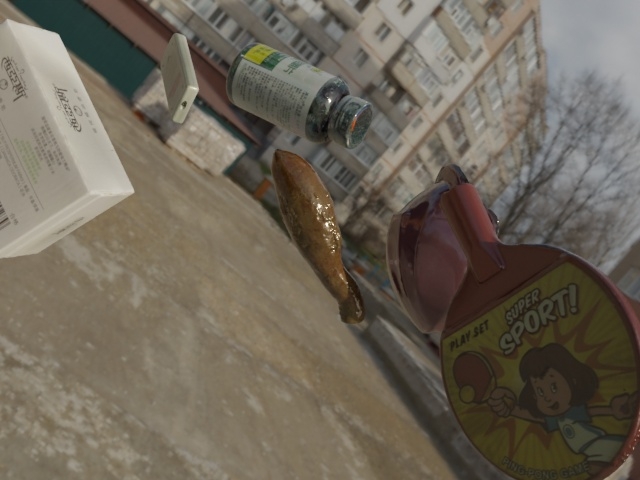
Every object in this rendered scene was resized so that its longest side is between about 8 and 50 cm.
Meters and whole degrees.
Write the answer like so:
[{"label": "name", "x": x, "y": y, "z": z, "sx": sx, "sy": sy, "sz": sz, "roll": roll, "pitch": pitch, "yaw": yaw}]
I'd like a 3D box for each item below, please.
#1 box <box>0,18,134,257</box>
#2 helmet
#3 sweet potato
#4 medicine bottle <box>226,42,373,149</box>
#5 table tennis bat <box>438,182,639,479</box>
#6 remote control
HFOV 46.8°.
[{"label": "box", "x": -0.402, "y": -0.130, "z": 1.000, "sx": 0.260, "sy": 0.195, "sz": 0.111, "roll": 65, "pitch": 19, "yaw": 7}, {"label": "helmet", "x": 0.227, "y": 0.038, "z": 1.440, "sx": 0.271, "sy": 0.197, "sz": 0.338, "roll": 155, "pitch": -87, "yaw": -80}, {"label": "sweet potato", "x": 0.000, "y": 0.000, "z": 1.420, "sx": 0.109, "sy": 0.109, "sz": 0.385, "roll": -123, "pitch": -171, "yaw": -76}, {"label": "medicine bottle", "x": -0.040, "y": -0.287, "z": 1.503, "sx": 0.293, "sy": 0.141, "sz": 0.141, "roll": 29, "pitch": 0, "yaw": 20}, {"label": "table tennis bat", "x": 0.249, "y": 0.104, "z": 0.931, "sx": 0.051, "sy": 0.268, "sz": 0.414, "roll": 13, "pitch": 48, "yaw": -43}, {"label": "remote control", "x": -0.268, "y": -0.310, "z": 1.394, "sx": 0.029, "sy": 0.087, "sz": 0.190, "roll": 11, "pitch": 40, "yaw": -32}]
